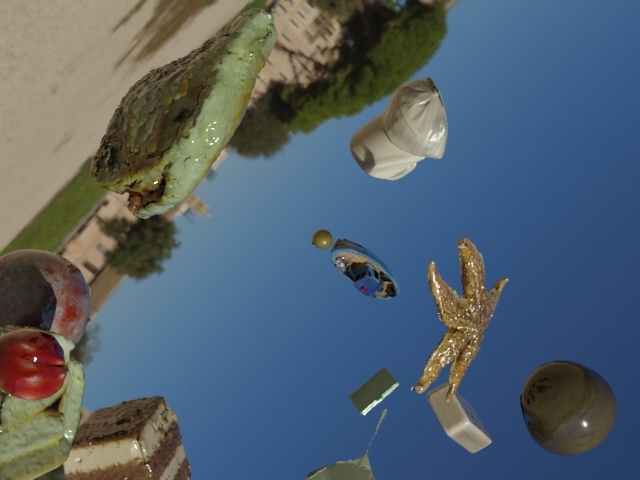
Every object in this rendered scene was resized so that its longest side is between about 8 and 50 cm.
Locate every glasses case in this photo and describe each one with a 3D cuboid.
[{"bbox_3d":[0.410,0.525,2.462,0.076,0.144,0.336,-33,150,7],"label":"glasses case"}]

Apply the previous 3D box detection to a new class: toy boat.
[{"bbox_3d":[0.103,0.082,2.068,0.100,0.223,0.097,-34,-147,31],"label":"toy boat"}]

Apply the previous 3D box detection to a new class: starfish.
[{"bbox_3d":[0.252,0.149,1.498,0.060,0.299,0.302,18,-86,35],"label":"starfish"}]

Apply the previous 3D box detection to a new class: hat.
[{"bbox_3d":[0.172,-0.273,1.964,0.226,0.219,0.164,-19,150,-2],"label":"hat"}]

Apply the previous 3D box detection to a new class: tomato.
[{"bbox_3d":[-0.763,0.177,2.211,0.317,0.317,0.282,-46,153,8],"label":"tomato"}]

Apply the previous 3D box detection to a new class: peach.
[{"bbox_3d":[-0.400,0.170,1.142,0.101,0.101,0.101,-44,-167,14],"label":"peach"}]

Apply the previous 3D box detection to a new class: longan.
[{"bbox_3d":[0.000,0.000,2.793,0.083,0.075,0.075,-30,-170,-13],"label":"longan"},{"bbox_3d":[0.609,0.415,2.088,0.248,0.248,0.248,-44,-167,14],"label":"longan"}]

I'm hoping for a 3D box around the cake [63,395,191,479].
[{"bbox_3d":[-0.533,0.610,2.306,0.282,0.290,0.256,-13,-167,11],"label":"cake"}]

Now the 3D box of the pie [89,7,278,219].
[{"bbox_3d":[-0.251,-0.244,1.570,0.418,0.180,0.395,-33,-149,37],"label":"pie"}]

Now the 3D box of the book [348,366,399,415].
[{"bbox_3d":[0.148,0.416,2.310,0.135,0.017,0.103,-40,-155,-3],"label":"book"}]

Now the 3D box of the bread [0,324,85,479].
[{"bbox_3d":[-0.659,0.386,1.826,0.239,0.264,0.395,-5,-107,32],"label":"bread"}]

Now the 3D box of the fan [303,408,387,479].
[{"bbox_3d":[0.070,0.459,1.653,0.310,0.182,0.010,-56,158,-34],"label":"fan"}]
